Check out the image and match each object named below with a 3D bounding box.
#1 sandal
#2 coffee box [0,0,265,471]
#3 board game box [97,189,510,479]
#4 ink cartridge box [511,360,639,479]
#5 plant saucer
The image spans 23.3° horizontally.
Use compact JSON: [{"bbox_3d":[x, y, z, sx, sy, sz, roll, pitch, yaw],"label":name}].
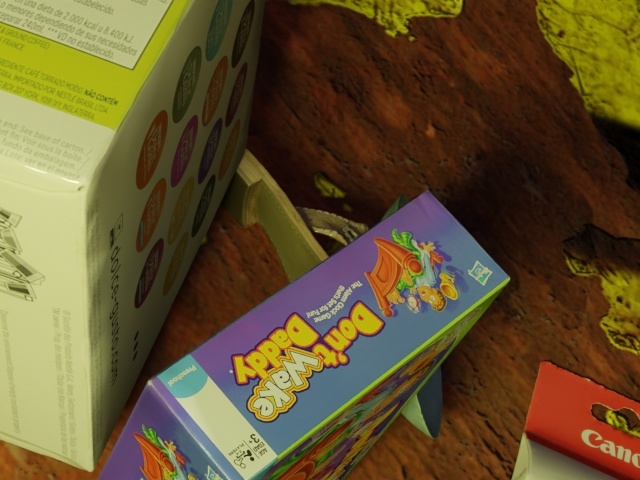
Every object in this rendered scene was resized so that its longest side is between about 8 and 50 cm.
[{"bbox_3d":[0.001,-0.003,1.284,0.079,0.088,0.240,-28,67,-26],"label":"sandal"},{"bbox_3d":[-0.246,-0.108,1.071,0.338,0.337,0.334,19,54,5],"label":"coffee box"},{"bbox_3d":[-0.042,0.136,1.015,0.233,0.347,0.078,-34,75,-34],"label":"board game box"},{"bbox_3d":[0.245,0.211,1.262,0.181,0.056,0.224,25,55,-5],"label":"ink cartridge box"},{"bbox_3d":[0.062,0.062,1.226,0.037,0.195,0.195,-7,56,11],"label":"plant saucer"}]
